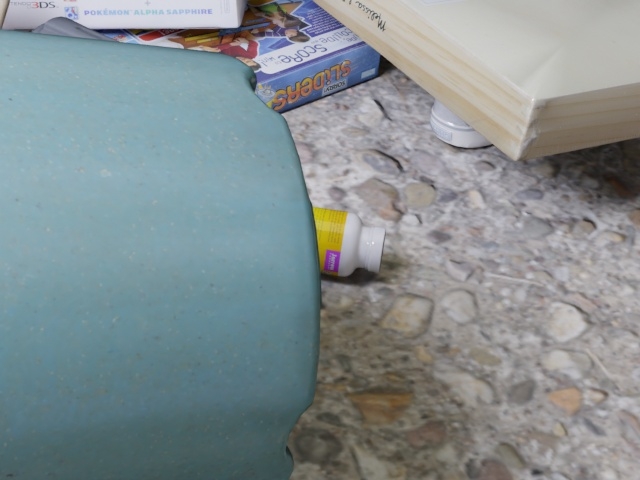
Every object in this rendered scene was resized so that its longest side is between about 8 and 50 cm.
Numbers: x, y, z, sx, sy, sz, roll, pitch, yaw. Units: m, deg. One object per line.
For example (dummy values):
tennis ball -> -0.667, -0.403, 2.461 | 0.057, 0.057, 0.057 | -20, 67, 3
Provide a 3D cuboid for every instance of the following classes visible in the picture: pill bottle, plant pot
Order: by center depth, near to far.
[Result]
plant pot -> -0.200, 0.030, 0.861 | 0.334, 0.341, 0.341 | -3, 37, -26
pill bottle -> 0.000, 0.000, 1.141 | 0.083, 0.043, 0.043 | 8, 36, 3

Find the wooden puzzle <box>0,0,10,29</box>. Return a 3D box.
wooden puzzle -> -0.331, -0.101, 1.141 | 0.221, 0.044, 0.238 | -2, 53, 8

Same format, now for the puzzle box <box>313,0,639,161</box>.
puzzle box -> 0.123, -0.201, 1.312 | 0.272, 0.052, 0.409 | -13, 41, -35

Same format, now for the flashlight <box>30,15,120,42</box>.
flashlight -> -0.266, -0.157, 1.253 | 0.304, 0.103, 0.103 | 23, 74, 28

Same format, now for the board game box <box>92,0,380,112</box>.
board game box -> -0.072, -0.142, 1.330 | 0.201, 0.035, 0.136 | -23, 45, -34

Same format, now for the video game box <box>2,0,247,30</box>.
video game box -> -0.147, -0.220, 1.373 | 0.187, 0.048, 0.205 | -2, 26, 5

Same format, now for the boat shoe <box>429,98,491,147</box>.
boat shoe -> 0.162, -0.126, 1.320 | 0.184, 0.063, 0.066 | -15, 41, -26
